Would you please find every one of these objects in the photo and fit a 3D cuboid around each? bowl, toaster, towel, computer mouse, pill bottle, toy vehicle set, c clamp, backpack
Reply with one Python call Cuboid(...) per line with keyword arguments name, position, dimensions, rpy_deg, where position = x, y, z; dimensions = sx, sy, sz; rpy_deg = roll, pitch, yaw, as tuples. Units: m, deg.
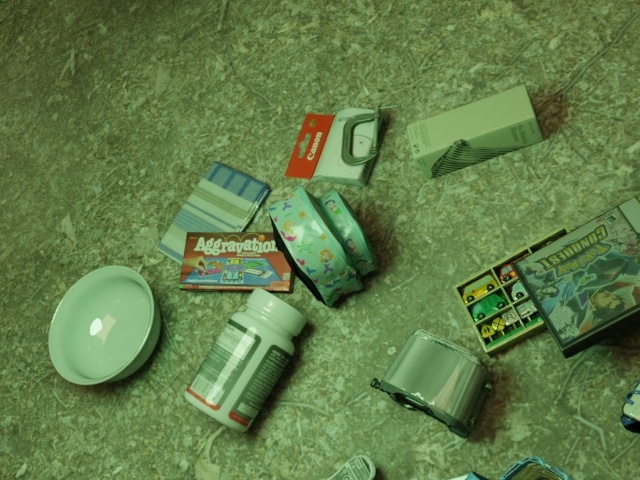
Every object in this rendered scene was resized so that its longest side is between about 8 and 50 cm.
Cuboid(name="bowl", position=(-0.493, 0.218, 2.002), dimensions=(0.298, 0.134, 0.297), rpy_deg=(-10, 63, 21))
Cuboid(name="toaster", position=(0.224, 0.273, 1.636), dimensions=(0.227, 0.129, 0.146), rpy_deg=(22, 74, 34))
Cuboid(name="towel", position=(-0.269, -0.050, 2.085), dimensions=(0.209, 0.034, 0.285), rpy_deg=(26, 79, 32))
Cuboid(name="computer mouse", position=(0.039, 0.504, 1.665), dimensions=(0.193, 0.042, 0.106), rpy_deg=(-39, 51, 11))
Cuboid(name="pill bottle", position=(-0.157, 0.256, 1.805), dimensions=(0.161, 0.161, 0.283), rpy_deg=(26, 79, 33))
Cuboid(name="toy vehicle set", position=(0.419, 0.101, 1.678), dimensions=(0.267, 0.035, 0.166), rpy_deg=(-30, 57, 10))
Cuboid(name="c clamp", position=(0.111, -0.247, 1.942), dimensions=(0.137, 0.022, 0.160), rpy_deg=(0, 66, 24))
Cuboid(name="backpack", position=(0.000, 0.000, 1.798), dimensions=(0.191, 0.253, 0.225), rpy_deg=(-34, 56, 8))

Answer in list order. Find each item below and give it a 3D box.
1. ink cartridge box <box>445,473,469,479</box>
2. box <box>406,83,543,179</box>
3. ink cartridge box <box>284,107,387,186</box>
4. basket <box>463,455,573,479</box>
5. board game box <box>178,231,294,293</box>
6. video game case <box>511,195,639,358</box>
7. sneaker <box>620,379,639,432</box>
Cuboid(name="ink cartridge box", position=(0.244, 0.497, 1.561), dimensions=(0.123, 0.052, 0.088), rpy_deg=(-20, 59, 15))
Cuboid(name="box", position=(0.339, -0.236, 1.836), dimensions=(0.275, 0.113, 0.094), rpy_deg=(-18, 60, 18))
Cuboid(name="ink cartridge box", position=(0.028, -0.233, 2.019), dimensions=(0.232, 0.066, 0.189), rpy_deg=(11, 72, 25))
Cuboid(name="basket", position=(0.371, 0.485, 1.361), dimensions=(0.201, 0.289, 0.255), rpy_deg=(-48, 55, -2))
Cuboid(name="board game box", position=(-0.195, 0.050, 1.975), dimensions=(0.281, 0.027, 0.145), rpy_deg=(0, 71, 17))
Cuboid(name="video game case", position=(0.526, 0.063, 1.554), dimensions=(0.275, 0.035, 0.248), rpy_deg=(-30, 38, 10))
Cuboid(name="sneaker", position=(0.601, 0.249, 1.464), dimensions=(0.182, 0.127, 0.315), rpy_deg=(-21, 60, 13))
